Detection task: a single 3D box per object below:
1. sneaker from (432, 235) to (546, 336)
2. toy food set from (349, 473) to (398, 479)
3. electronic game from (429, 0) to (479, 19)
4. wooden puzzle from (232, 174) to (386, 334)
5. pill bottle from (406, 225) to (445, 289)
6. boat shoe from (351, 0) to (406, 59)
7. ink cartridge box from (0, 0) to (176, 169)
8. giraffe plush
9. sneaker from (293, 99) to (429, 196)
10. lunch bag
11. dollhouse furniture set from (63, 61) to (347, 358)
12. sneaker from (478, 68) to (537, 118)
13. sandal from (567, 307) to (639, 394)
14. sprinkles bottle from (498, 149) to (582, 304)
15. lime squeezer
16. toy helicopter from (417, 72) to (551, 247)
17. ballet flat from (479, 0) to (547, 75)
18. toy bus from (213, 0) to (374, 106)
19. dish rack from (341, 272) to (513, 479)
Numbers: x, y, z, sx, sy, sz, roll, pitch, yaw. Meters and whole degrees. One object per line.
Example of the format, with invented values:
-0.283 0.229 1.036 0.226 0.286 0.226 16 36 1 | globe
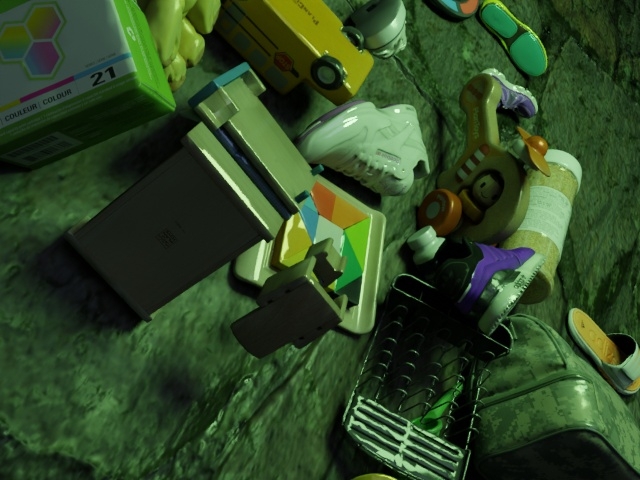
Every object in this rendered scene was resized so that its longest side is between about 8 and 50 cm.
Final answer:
0.259 0.040 0.959 0.146 0.102 0.293 35 22 18 | sneaker
0.066 0.415 0.769 0.128 0.071 0.218 4 65 -13 | toy food set
0.283 -0.610 1.381 0.229 0.048 0.230 17 62 -34 | electronic game
0.000 0.000 0.895 0.238 0.044 0.221 27 57 -28 | wooden puzzle
0.199 0.038 1.027 0.120 0.067 0.067 55 48 -7 | pill bottle
0.109 -0.360 1.055 0.088 0.096 0.268 52 11 -23 | boat shoe
-0.293 -0.231 0.646 0.097 0.188 0.256 22 47 -81 | ink cartridge box
-0.239 -0.317 0.767 0.170 0.210 0.182 21 59 2 | giraffe plush
0.084 -0.141 0.969 0.305 0.114 0.152 -16 84 -46 | sneaker
0.384 0.289 0.977 0.305 0.212 0.256 42 35 -25 | lunch bag
-0.111 -0.036 0.782 0.286 0.198 0.303 51 24 -16 | dollhouse furniture set
0.416 -0.318 1.372 0.169 0.068 0.071 25 72 -20 | sneaker
0.631 0.237 1.294 0.265 0.076 0.102 41 51 -19 | sandal
0.439 -0.037 1.219 0.121 0.121 0.355 45 50 -16 | sprinkles bottle
0.158 0.313 0.887 0.110 0.058 0.311 42 50 -18 | lime squeezer
0.305 -0.161 1.084 0.140 0.235 0.355 22 59 -31 | toy helicopter
0.477 -0.506 1.486 0.231 0.077 0.077 42 34 -16 | ballet flat
-0.076 -0.339 0.915 0.332 0.130 0.108 42 50 -18 | toy bus
0.153 0.201 0.870 0.208 0.074 0.272 27 50 0 | dish rack
